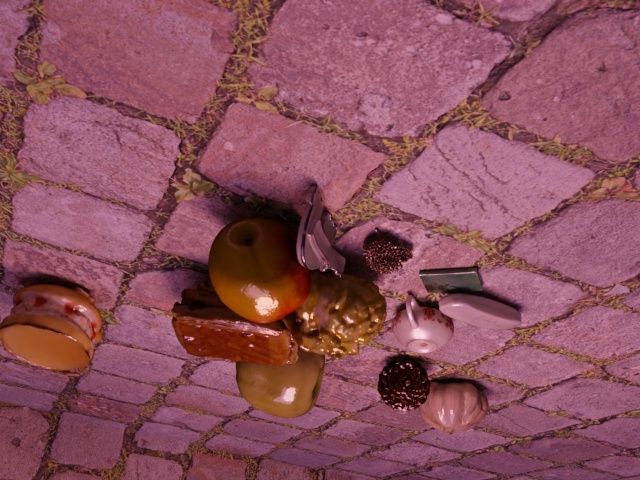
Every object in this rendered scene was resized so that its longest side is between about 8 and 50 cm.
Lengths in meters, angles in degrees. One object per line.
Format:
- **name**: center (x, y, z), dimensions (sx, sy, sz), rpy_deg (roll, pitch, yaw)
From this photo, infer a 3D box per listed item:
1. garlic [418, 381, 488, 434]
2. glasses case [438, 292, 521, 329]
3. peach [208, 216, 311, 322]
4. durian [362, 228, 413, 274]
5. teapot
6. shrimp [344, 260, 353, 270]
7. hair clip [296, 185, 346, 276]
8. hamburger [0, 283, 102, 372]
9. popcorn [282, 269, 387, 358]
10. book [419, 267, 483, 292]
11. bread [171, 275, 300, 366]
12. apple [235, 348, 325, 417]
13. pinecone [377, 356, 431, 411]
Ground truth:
- **garlic**: center (0.428, 0.546, 2.325), dimensions (0.228, 0.152, 0.227), rpy_deg (7, 146, 5)
- **glasses case**: center (0.396, 0.177, 1.768), dimensions (0.234, 0.059, 0.092), rpy_deg (20, 153, -29)
- **peach**: center (-0.126, 0.062, 1.521), dimensions (0.231, 0.230, 0.231), rpy_deg (6, 150, 3)
- **durian**: center (0.142, 0.033, 1.574), dimensions (0.111, 0.071, 0.140), rpy_deg (-8, 142, 24)
- **teapot**: center (0.263, 0.224, 1.859), dimensions (0.159, 0.116, 0.245), rpy_deg (7, 147, 24)
- **shrimp**: center (-0.001, 0.043, 1.646), dimensions (0.163, 0.045, 0.095), rpy_deg (26, 146, -32)
- **hair clip**: center (0.000, 0.000, 1.476), dimensions (0.054, 0.140, 0.220), rpy_deg (12, 155, 25)
- **hamburger**: center (-0.735, 0.242, 2.018), dimensions (0.261, 0.186, 0.302), rpy_deg (-10, 136, 26)
- **popcorn**: center (0.026, 0.169, 1.680), dimensions (0.259, 0.212, 0.259), rpy_deg (7, 175, 1)
- **book**: center (0.311, 0.097, 1.697), dimensions (0.135, 0.017, 0.103), rpy_deg (-4, 148, 20)
- **bread**: center (-0.206, 0.203, 1.849), dimensions (0.325, 0.166, 0.277), rpy_deg (6, 151, 1)
- **apple**: center (-0.115, 0.398, 2.120), dimensions (0.279, 0.279, 0.279), rpy_deg (6, 150, 3)
- **pinecone**: center (0.254, 0.446, 2.198), dimensions (0.163, 0.162, 0.165), rpy_deg (5, 164, 4)
